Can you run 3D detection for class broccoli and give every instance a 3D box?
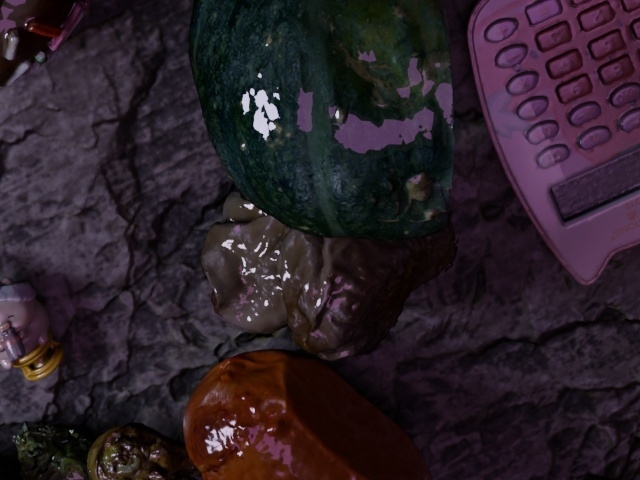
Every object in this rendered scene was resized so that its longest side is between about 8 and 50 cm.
[{"bbox_3d":[-0.250,0.224,1.608,0.095,0.092,0.097,-4,99,-20],"label":"broccoli"}]

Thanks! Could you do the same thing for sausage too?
[{"bbox_3d":[-0.010,0.212,1.603,0.268,0.153,0.141,38,129,-23],"label":"sausage"}]

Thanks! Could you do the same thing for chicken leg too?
[{"bbox_3d":[-0.145,0.219,1.606,0.178,0.093,0.070,14,100,-47],"label":"chicken leg"}]

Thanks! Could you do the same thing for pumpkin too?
[{"bbox_3d":[-0.007,-0.138,1.359,0.196,0.293,0.263,-7,127,-3],"label":"pumpkin"}]

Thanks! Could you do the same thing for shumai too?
[{"bbox_3d":[-0.001,-0.002,1.518,0.185,0.218,0.184,32,143,18],"label":"shumai"}]

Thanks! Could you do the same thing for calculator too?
[{"bbox_3d":[0.263,-0.130,1.543,0.220,0.048,0.330,-23,115,4],"label":"calculator"}]

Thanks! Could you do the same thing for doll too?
[{"bbox_3d":[-0.291,0.079,1.532,0.073,0.084,0.127,-32,124,6],"label":"doll"}]

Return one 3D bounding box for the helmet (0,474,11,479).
[{"bbox_3d":[-0.355,0.319,1.542,0.385,0.337,0.230,40,80,3],"label":"helmet"}]

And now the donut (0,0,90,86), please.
[{"bbox_3d":[-0.324,-0.230,1.350,0.345,0.136,0.259,-33,113,9],"label":"donut"}]
